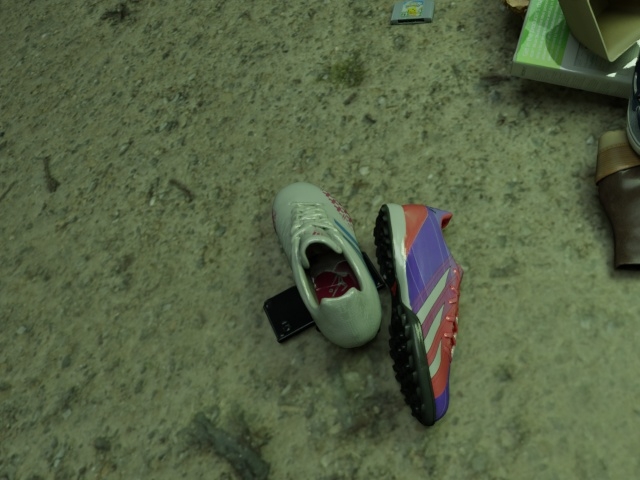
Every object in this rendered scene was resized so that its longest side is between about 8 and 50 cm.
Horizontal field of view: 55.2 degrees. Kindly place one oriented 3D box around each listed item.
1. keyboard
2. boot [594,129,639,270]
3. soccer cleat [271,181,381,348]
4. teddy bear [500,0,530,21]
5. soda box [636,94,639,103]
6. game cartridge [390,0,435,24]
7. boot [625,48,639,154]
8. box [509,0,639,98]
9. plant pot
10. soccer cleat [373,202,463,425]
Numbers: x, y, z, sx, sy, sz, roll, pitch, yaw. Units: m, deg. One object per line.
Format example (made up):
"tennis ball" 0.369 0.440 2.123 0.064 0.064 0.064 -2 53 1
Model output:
"keyboard" 0.010 0.094 0.919 0.180 0.023 0.108 -29 49 -1
"boot" 0.516 -0.062 0.846 0.249 0.090 0.206 -5 72 9
"soccer cleat" 0.000 0.000 0.886 0.116 0.143 0.331 -26 49 0
"teddy bear" 0.480 -0.428 1.056 0.338 0.113 0.245 -13 75 8
"soda box" 0.479 -0.133 0.773 0.060 0.053 0.168 -35 94 -7
"game cartridge" 0.181 -0.450 1.205 0.083 0.017 0.056 3 57 18
"boot" 0.454 -0.207 0.832 0.069 0.086 0.189 0 60 21
"box" 0.485 -0.339 0.954 0.322 0.058 0.232 16 82 12
"plant pot" 0.407 -0.339 0.877 0.109 0.109 0.096 -40 32 1
"soccer cleat" 0.151 0.088 0.838 0.117 0.108 0.318 -2 61 -8
